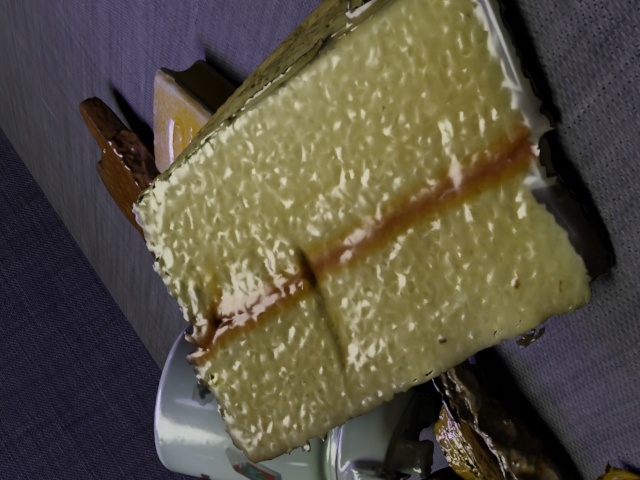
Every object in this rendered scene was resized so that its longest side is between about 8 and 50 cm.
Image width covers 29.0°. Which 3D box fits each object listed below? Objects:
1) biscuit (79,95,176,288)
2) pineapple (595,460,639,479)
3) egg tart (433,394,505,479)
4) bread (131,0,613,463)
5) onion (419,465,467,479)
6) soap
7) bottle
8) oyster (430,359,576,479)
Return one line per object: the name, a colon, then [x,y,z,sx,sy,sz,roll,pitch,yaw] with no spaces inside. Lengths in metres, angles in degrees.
biscuit: [-0.306,-0.069,2.279,0.368,0.076,0.394,53,165,15]
pineapple: [0.293,0.269,1.163,0.114,0.114,0.077,49,143,13]
egg tart: [0.173,0.237,1.442,0.130,0.052,0.130,52,-167,-17]
bread: [0.020,-0.002,1.063,0.346,0.405,0.242,51,177,-21]
onion: [0.174,0.466,1.572,0.282,0.260,0.337,39,156,34]
soap: [-0.118,-0.104,1.596,0.274,0.089,0.173,42,139,44]
bottle: [-0.015,0.221,1.605,0.351,0.229,0.229,7,141,17]
oyster: [0.226,0.251,1.364,0.345,0.078,0.128,56,-176,0]
